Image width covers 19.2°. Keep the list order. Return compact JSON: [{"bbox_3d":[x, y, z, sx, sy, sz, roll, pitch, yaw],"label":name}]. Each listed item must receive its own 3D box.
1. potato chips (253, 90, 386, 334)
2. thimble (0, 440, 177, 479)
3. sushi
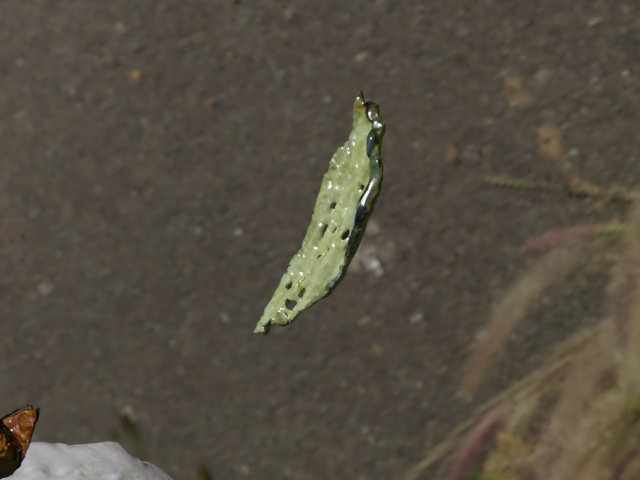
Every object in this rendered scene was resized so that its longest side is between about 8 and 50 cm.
[{"bbox_3d":[-0.001,0.000,1.290,0.092,0.028,0.207,-105,36,-56],"label":"potato chips"},{"bbox_3d":[-0.188,0.264,1.396,0.157,0.245,0.217,-89,16,-51],"label":"thimble"},{"bbox_3d":[-0.192,0.099,0.937,0.050,0.099,0.047,134,134,-57],"label":"sushi"}]
